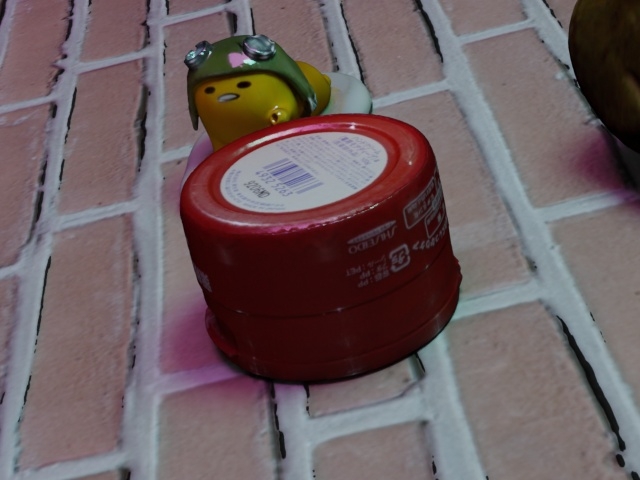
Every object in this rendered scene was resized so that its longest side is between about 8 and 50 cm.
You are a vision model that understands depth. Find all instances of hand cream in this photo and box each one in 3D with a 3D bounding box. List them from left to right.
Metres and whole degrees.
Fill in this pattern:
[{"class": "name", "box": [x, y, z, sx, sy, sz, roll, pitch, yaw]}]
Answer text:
[{"class": "hand cream", "box": [0.000, 0.000, 1.044, 0.193, 0.125, 0.193, -10, 27, 5]}]

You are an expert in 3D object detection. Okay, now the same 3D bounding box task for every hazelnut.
[{"class": "hazelnut", "box": [0.314, -0.154, 1.097, 0.218, 0.218, 0.234, -23, 30, -16]}]

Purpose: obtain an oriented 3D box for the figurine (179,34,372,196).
[{"class": "figurine", "box": [-0.051, -0.138, 1.292, 0.166, 0.141, 0.250, -3, 31, 23]}]
